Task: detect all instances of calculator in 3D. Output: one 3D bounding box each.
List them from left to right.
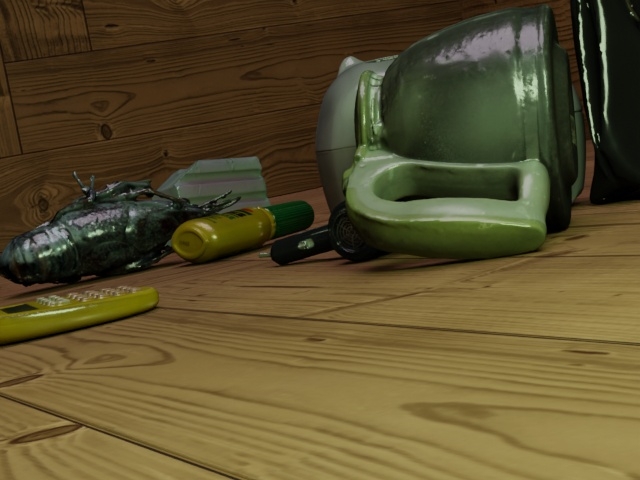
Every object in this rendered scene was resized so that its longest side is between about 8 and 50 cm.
[{"bbox_3d":[-0.281,0.077,1.336,0.235,0.032,0.146,-11,4,-20],"label":"calculator"}]

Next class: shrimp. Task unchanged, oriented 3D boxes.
[{"bbox_3d":[-0.304,-0.034,1.930,0.372,0.172,0.137,-21,4,-30],"label":"shrimp"}]

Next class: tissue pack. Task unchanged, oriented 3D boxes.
[{"bbox_3d":[0.162,-0.139,1.681,0.333,0.235,0.229,-10,5,-8],"label":"tissue pack"}]

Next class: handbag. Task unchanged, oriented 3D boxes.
[{"bbox_3d":[0.420,-0.208,1.658,0.152,0.287,0.342,-10,4,41],"label":"handbag"}]

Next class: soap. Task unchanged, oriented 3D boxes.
[{"bbox_3d":[-0.194,-0.063,2.270,0.091,0.145,0.230,-19,-7,40],"label":"soap"}]

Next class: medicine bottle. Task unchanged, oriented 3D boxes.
[{"bbox_3d":[-0.105,-0.017,1.925,0.095,0.064,0.260,-7,5,40],"label":"medicine bottle"}]

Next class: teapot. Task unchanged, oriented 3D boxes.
[{"bbox_3d":[0.152,-0.086,1.392,0.239,0.321,0.239,-6,-28,15],"label":"teapot"}]

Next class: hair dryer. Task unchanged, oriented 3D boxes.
[{"bbox_3d":[0.009,-0.004,1.525,0.219,0.071,0.124,-16,1,36],"label":"hair dryer"}]
